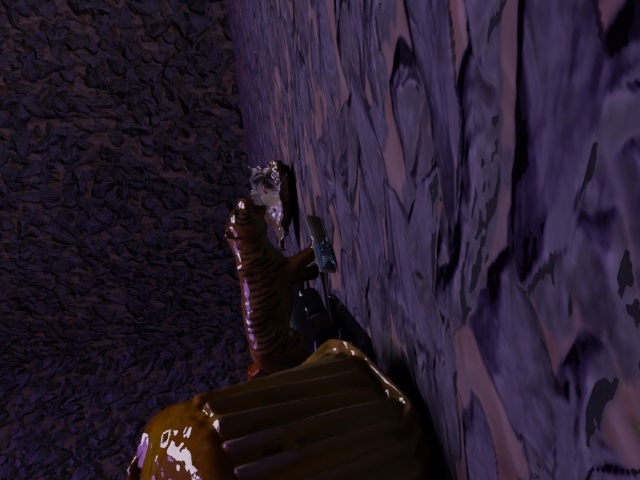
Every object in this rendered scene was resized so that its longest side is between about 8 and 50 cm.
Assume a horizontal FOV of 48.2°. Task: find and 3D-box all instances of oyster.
[{"bbox_3d":[-0.065,-0.059,1.011,0.177,0.056,0.105,89,158,-54],"label":"oyster"}]

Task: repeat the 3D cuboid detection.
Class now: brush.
[{"bbox_3d":[0.000,0.000,0.682,0.083,0.016,0.013,-107,23,-50],"label":"brush"}]

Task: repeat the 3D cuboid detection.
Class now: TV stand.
[{"bbox_3d":[0.005,0.080,0.639,0.249,0.042,0.036,-139,38,-81],"label":"TV stand"}]

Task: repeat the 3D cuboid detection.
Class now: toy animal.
[{"bbox_3d":[-0.043,0.068,0.788,0.057,0.099,0.241,-151,54,-83],"label":"toy animal"}]

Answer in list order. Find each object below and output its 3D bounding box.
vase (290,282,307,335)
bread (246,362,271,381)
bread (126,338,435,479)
[{"bbox_3d":[-0.041,0.121,0.970,0.081,0.081,0.148,94,162,-63],"label":"vase"},{"bbox_3d":[-0.059,0.253,1.039,0.269,0.095,0.139,54,-168,-66],"label":"bread"},{"bbox_3d":[-0.023,0.212,0.426,0.204,0.156,0.288,31,128,59],"label":"bread"}]
